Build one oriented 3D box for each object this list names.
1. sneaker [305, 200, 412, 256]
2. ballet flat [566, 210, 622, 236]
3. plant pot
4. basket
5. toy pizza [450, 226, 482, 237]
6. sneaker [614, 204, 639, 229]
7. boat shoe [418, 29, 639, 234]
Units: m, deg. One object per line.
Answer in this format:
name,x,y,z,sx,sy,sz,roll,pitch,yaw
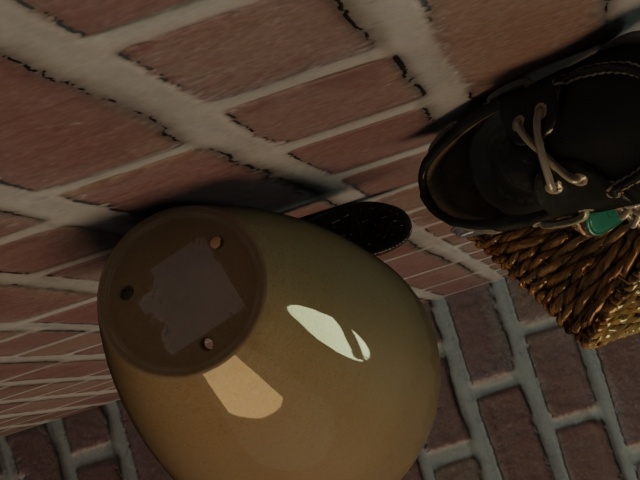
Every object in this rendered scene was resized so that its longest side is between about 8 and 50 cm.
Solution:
sneaker,0.001,0.003,1.596,0.170,0.051,0.089,-13,174,3
ballet flat,0.313,-0.078,1.651,0.206,0.073,0.067,-28,-143,-13
plant pot,-0.059,0.076,1.331,0.256,0.256,0.274,-18,158,9
basket,0.361,-0.032,2.072,0.299,0.223,0.213,-10,138,-50
toy pizza,0.232,-0.048,1.852,0.201,0.032,0.201,-17,173,-2
sneaker,0.291,-0.044,1.501,0.258,0.091,0.094,4,158,-27
boat shoe,0.159,-0.058,1.165,0.091,0.114,0.302,-21,175,-21
